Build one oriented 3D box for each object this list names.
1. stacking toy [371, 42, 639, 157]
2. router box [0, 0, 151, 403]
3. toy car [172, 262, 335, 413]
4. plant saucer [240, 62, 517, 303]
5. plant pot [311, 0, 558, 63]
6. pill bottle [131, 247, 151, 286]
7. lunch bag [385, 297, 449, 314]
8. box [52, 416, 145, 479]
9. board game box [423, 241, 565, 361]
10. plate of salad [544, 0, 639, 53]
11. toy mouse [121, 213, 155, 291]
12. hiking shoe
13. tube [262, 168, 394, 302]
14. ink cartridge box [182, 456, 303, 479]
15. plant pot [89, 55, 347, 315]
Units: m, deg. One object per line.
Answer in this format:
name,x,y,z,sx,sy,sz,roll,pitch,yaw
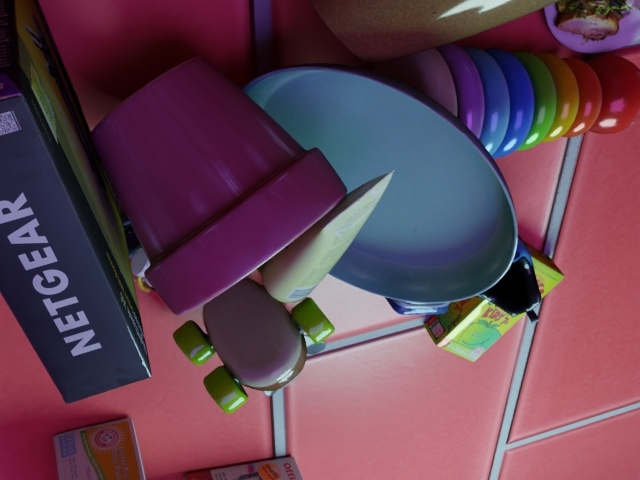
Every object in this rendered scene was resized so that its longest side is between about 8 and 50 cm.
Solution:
stacking toy,0.221,-0.151,0.973,0.330,0.141,0.141,-8,133,-25
router box,-0.233,-0.055,0.748,0.081,0.243,0.308,-17,136,-6
toy car,-0.057,0.135,1.097,0.155,0.149,0.188,-38,147,-2
plant saucer,0.049,-0.056,0.903,0.043,0.318,0.317,-58,148,-32
plant pot,0.115,-0.267,0.761,0.254,0.237,0.237,-34,138,26
pill bottle,-0.159,0.034,0.963,0.083,0.043,0.043,22,117,-40
lunch bag,0.129,0.057,1.157,0.098,0.067,0.065,2,129,-29
box,-0.279,0.346,1.187,0.103,0.114,0.203,-11,133,-15
board game box,0.240,0.084,1.254,0.092,0.043,0.181,26,115,-40
plate of salad,0.330,-0.283,0.958,0.200,0.048,0.199,-13,134,-14
toy mouse,-0.174,-0.008,0.974,0.161,0.031,0.143,-19,136,-10
hiking shoe,0.179,-0.015,1.068,0.113,0.132,0.304,-42,134,14
tube,0.000,0.000,0.904,0.062,0.070,0.240,11,158,-15
ink cartridge box,-0.108,0.415,1.326,0.176,0.128,0.127,-4,131,-25
plant pot,-0.106,-0.059,0.831,0.201,0.201,0.180,-35,95,7
